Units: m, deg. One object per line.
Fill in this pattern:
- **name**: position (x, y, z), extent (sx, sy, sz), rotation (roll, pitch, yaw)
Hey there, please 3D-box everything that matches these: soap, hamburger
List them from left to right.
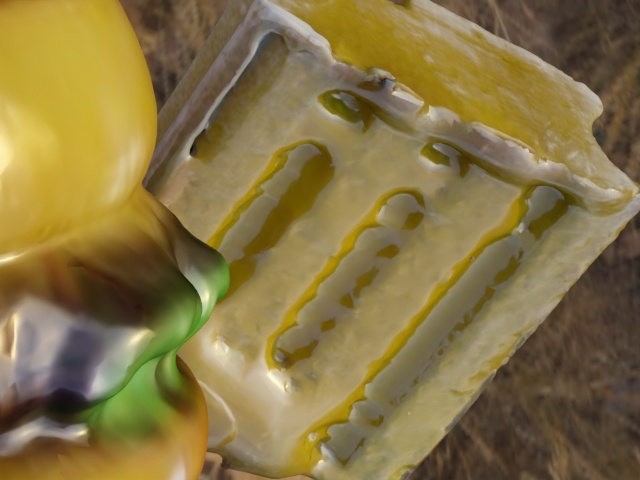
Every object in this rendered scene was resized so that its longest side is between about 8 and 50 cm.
- **hamburger**: position (-0.232, 0.040, 0.786), extent (0.396, 0.396, 0.277), rotation (-8, 104, 4)
- **soap**: position (0.000, 0.000, 1.050), extent (0.259, 0.143, 0.281), rotation (23, 124, -26)
